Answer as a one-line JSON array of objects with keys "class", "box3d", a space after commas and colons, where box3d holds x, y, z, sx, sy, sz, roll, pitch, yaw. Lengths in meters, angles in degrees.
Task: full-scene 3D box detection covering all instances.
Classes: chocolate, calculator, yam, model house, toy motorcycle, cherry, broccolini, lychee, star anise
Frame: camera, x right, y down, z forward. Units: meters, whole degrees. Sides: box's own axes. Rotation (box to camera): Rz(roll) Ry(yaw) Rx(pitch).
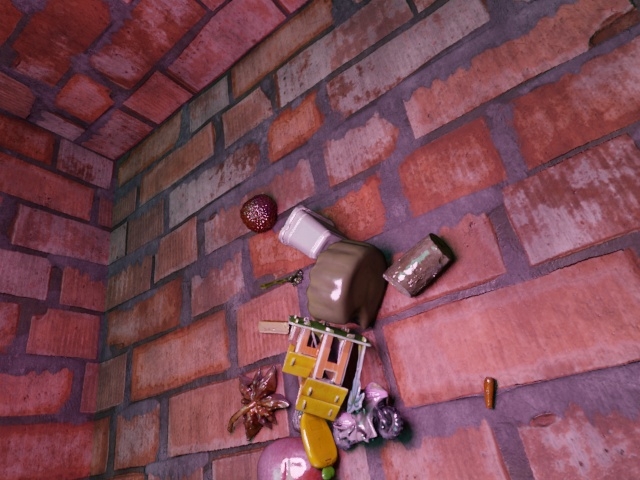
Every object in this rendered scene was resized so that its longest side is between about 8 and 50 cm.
[{"class": "chocolate", "box3d": [-0.035, 0.626, 1.559, 0.110, 0.110, 0.248, 13, 85, 39]}, {"class": "calculator", "box3d": [-0.003, 0.720, 1.428, 0.032, 0.146, 0.234, -41, 56, 26]}, {"class": "yam", "box3d": [0.350, 0.096, 1.442, 0.254, 0.154, 0.154, -43, 53, 13]}, {"class": "model house", "box3d": [-0.005, 0.460, 1.388, 0.301, 0.340, 0.323, 16, 86, -4]}, {"class": "toy motorcycle", "box3d": [0.150, 0.615, 1.409, 0.327, 0.143, 0.188, -38, 52, 40]}, {"class": "cherry", "box3d": [-0.094, 0.848, 1.453, 0.308, 0.221, 0.261, -25, 65, 6]}, {"class": "broccolini", "box3d": [-0.177, 0.198, 1.885, 0.254, 0.071, 0.057, -22, 103, 36]}, {"class": "lychee", "box3d": [-0.302, -0.129, 2.008, 0.188, 0.188, 0.188, -14, 65, 33]}, {"class": "star anise", "box3d": [-0.277, 0.694, 1.716, 0.350, 0.109, 0.292, -20, 57, 31]}]

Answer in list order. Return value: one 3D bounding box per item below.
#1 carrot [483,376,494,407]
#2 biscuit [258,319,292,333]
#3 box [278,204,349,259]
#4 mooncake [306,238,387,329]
[{"class": "carrot", "box3d": [0.524, 0.471, 1.247, 0.032, 0.032, 0.093, -4, 76, 36]}, {"class": "biscuit", "box3d": [-0.202, 0.391, 1.810, 0.188, 0.052, 0.056, -5, 87, 36]}, {"class": "box", "box3d": [0.000, 0.000, 1.650, 0.182, 0.312, 0.175, 36, 96, 32]}, {"class": "mooncake", "box3d": [0.098, 0.160, 1.479, 0.187, 0.351, 0.351, 13, 81, 37]}]
